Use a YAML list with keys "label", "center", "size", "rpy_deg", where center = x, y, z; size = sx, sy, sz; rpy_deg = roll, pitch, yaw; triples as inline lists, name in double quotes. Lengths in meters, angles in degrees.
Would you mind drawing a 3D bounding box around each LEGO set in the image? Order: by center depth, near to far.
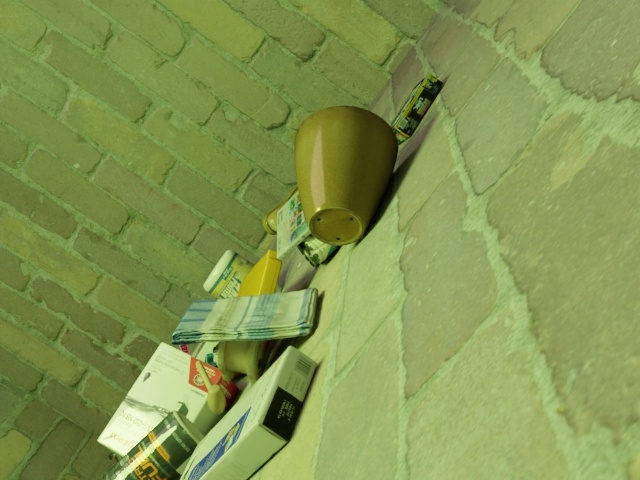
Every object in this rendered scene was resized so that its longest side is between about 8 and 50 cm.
- label: "LEGO set"
  center: [-0.288, 0.375, 1.920]
  size: [0.227, 0.087, 0.093]
  rpy_deg: [64, 149, 33]

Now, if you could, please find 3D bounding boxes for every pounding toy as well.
- label: "pounding toy"
  center: [-0.191, 0.218, 1.619]
  size: [0.269, 0.154, 0.154]
  rpy_deg: [-70, -13, -49]

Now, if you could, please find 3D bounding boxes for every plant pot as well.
- label: "plant pot"
  center: [0.048, -0.120, 1.652]
  size: [0.237, 0.237, 0.254]
  rpy_deg: [-49, 25, 43]

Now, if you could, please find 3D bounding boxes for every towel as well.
- label: "towel"
  center: [-0.146, 0.150, 1.556]
  size: [0.209, 0.285, 0.034]
  rpy_deg: [-74, -22, -71]

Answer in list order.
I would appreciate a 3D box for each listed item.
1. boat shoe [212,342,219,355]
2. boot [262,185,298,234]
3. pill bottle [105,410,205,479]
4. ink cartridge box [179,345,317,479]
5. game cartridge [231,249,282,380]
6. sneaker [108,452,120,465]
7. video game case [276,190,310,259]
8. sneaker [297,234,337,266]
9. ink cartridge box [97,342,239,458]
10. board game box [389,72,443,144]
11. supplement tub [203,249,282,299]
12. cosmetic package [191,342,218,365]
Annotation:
- label: "boat shoe"
  center: [-0.220, 0.253, 2.173]
  size: [0.233, 0.079, 0.084]
  rpy_deg: [-52, 6, 17]
- label: "boot"
  center: [-0.002, -0.103, 1.957]
  size: [0.236, 0.089, 0.269]
  rpy_deg: [-45, 16, -33]
- label: "pill bottle"
  center: [-0.350, 0.481, 1.576]
  size: [0.245, 0.130, 0.130]
  rpy_deg: [-43, 5, -9]
- label: "ink cartridge box"
  center: [-0.144, 0.345, 1.296]
  size: [0.371, 0.069, 0.176]
  rpy_deg: [-47, 11, 37]
- label: "game cartridge"
  center: [-0.177, 0.197, 1.919]
  size: [0.323, 0.052, 0.285]
  rpy_deg: [138, 147, -64]
- label: "sneaker"
  center: [-0.484, 0.613, 1.921]
  size: [0.281, 0.162, 0.106]
  rpy_deg: [-55, 7, -2]
- label: "video game case"
  center: [-0.057, -0.051, 1.816]
  size: [0.143, 0.019, 0.157]
  rpy_deg: [-42, 34, 34]
- label: "sneaker"
  center: [0.000, 0.000, 1.897]
  size: [0.110, 0.107, 0.275]
  rpy_deg: [-37, 10, -8]
- label: "ink cartridge box"
  center: [-0.351, 0.405, 1.770]
  size: [0.273, 0.197, 0.114]
  rpy_deg: [-59, -29, -22]
- label: "board game box"
  center: [0.230, -0.326, 1.942]
  size: [0.170, 0.048, 0.141]
  rpy_deg: [-57, 5, -11]
- label: "supplement tub"
  center: [-0.229, 0.136, 2.261]
  size: [0.144, 0.199, 0.144]
  rpy_deg: [-55, 7, 10]
- label: "cosmetic package"
  center: [-0.330, 0.339, 2.414]
  size: [0.377, 0.097, 0.284]
  rpy_deg: [-55, 5, 20]
